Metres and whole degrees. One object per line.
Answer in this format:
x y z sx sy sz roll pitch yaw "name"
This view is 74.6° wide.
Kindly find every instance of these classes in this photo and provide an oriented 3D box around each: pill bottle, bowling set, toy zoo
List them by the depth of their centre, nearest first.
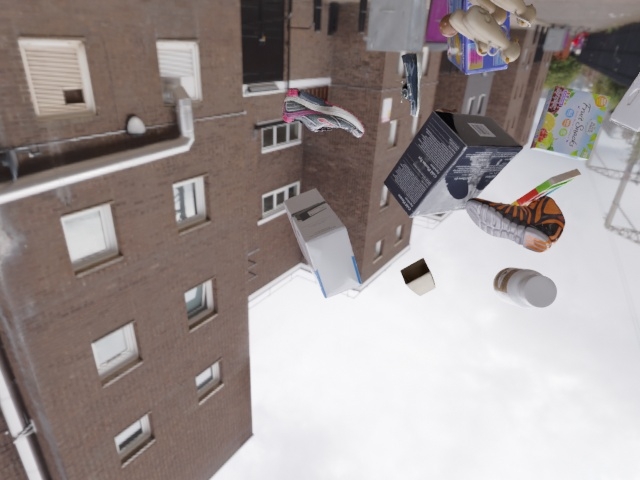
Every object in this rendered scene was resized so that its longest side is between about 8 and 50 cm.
0.401 -0.536 1.005 0.154 0.287 0.200 33 170 -16 "bowling set"
0.678 0.159 1.399 0.131 0.131 0.229 5 179 3 "pill bottle"
0.822 -0.168 1.617 0.192 0.293 0.030 -17 -107 -33 "toy zoo"

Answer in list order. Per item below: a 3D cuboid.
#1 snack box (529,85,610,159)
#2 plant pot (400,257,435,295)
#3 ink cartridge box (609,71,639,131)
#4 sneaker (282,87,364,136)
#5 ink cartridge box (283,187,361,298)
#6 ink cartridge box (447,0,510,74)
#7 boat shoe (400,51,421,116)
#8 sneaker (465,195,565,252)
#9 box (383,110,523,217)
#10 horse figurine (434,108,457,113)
0.825 -0.387 1.396 0.175 0.207 0.070 16 -168 7 "snack box"
0.393 0.153 1.657 0.109 0.096 0.109 -31 -155 13 "plant pot"
1.253 -0.526 1.573 0.278 0.201 0.117 -13 -135 -33 "ink cartridge box"
0.011 -0.420 1.450 0.299 0.112 0.121 17 -168 -18 "sneaker"
0.000 0.000 1.726 0.166 0.285 0.395 -22 -148 -6 "ink cartridge box"
0.547 -0.745 1.457 0.151 0.270 0.395 -7 -150 8 "ink cartridge box"
0.351 -0.599 1.632 0.079 0.254 0.095 -2 -130 11 "boat shoe"
0.681 -0.091 1.460 0.180 0.124 0.321 -42 -125 -19 "sneaker"
0.453 -0.259 1.455 0.343 0.312 0.179 -8 -126 -38 "box"
0.561 -0.539 1.910 0.175 0.066 0.263 26 -136 -5 "horse figurine"
